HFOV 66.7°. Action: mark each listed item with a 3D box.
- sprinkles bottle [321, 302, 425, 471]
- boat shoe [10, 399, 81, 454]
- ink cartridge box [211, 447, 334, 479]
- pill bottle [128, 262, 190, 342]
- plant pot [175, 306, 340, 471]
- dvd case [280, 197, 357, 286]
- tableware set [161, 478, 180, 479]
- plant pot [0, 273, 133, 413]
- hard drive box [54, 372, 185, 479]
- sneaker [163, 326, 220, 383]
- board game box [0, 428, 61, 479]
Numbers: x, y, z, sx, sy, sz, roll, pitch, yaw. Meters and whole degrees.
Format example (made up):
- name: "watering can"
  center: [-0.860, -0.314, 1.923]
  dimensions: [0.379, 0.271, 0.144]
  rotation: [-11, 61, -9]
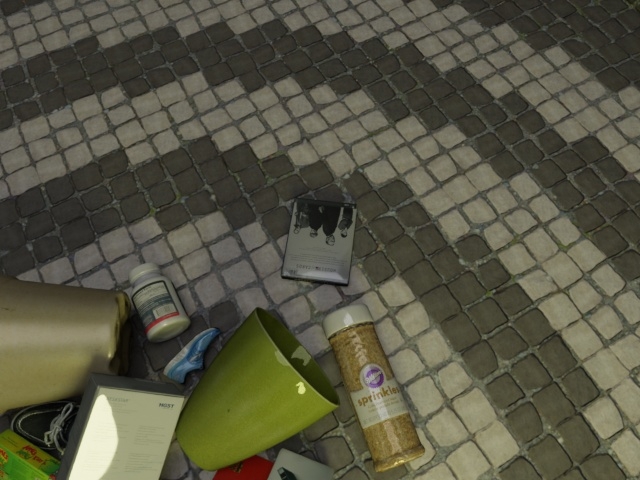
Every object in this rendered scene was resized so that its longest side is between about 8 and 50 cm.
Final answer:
- name: "sprinkles bottle"
  center: [0.115, 0.326, 1.110]
  dimensions: [0.121, 0.121, 0.355]
  rotation: [-18, 67, -8]
- name: "boat shoe"
  center: [-0.551, 0.418, 1.082]
  dimensions: [0.306, 0.105, 0.113]
  rotation: [9, 65, 5]
- name: "ink cartridge box"
  center: [-0.121, 0.533, 0.965]
  dimensions: [0.239, 0.060, 0.275]
  rotation: [18, 27, 9]
- name: "pill bottle"
  center: [-0.406, 0.150, 1.204]
  dimensions: [0.108, 0.108, 0.180]
  rotation: [-27, 67, -11]
- name: "plant pot"
  center: [-0.156, 0.345, 1.049]
  dimensions: [0.293, 0.275, 0.275]
  rotation: [-42, 71, -2]
- name: "dvd case"
  center: [0.000, 0.000, 1.313]
  dimensions: [0.179, 0.029, 0.238]
  rotation: [7, 66, 4]
- name: "tableware set"
  center: [-0.376, 0.580, 1.041]
  dimensions: [0.194, 0.039, 0.128]
  rotation: [4, 65, 2]
- name: "plant pot"
  center: [-0.594, 0.226, 1.079]
  dimensions: [0.305, 0.334, 0.334]
  rotation: [1, 65, -11]
- name: "hard drive box"
  center: [-0.405, 0.405, 0.987]
  dimensions: [0.181, 0.089, 0.232]
  rotation: [21, 83, -33]
- name: "sneaker"
  center: [-0.300, 0.278, 1.180]
  dimensions: [0.073, 0.063, 0.162]
  rotation: [43, 76, 0]
- name: "board game box"
  center: [-0.633, 0.498, 1.054]
  dimensions: [0.181, 0.043, 0.092]
  rotation: [25, 107, 11]
